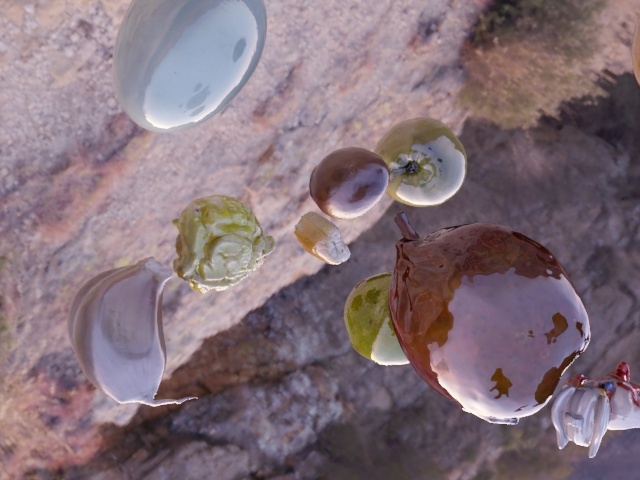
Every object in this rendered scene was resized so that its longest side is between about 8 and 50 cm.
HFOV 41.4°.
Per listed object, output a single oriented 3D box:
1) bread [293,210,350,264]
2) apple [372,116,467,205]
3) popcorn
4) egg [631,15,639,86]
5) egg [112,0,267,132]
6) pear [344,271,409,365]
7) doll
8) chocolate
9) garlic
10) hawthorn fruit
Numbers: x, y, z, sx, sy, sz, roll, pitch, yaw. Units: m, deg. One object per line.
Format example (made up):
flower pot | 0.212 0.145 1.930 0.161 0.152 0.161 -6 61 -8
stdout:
bread | 0.001 0.000 1.912 0.082 0.106 0.125 -41 142 -9
apple | 0.272 -0.215 2.330 0.262 0.262 0.262 -38 154 -23
popcorn | -0.200 0.002 1.603 0.187 0.186 0.167 -30 171 28
egg | 0.739 -0.387 1.652 0.250 0.250 0.322 -44 144 -11
egg | -0.216 -0.324 1.397 0.230 0.229 0.371 98 11 -51
pear | 0.145 0.126 1.582 0.216 0.180 0.166 -59 -168 11
doll | 0.483 0.262 1.385 0.384 0.188 0.099 -6 101 -51
chocolate | 0.070 -0.121 1.787 0.176 0.176 0.177 -38 154 -23
garlic | -0.457 0.226 1.925 0.245 0.340 0.231 -8 172 -39
hawthorn fruit | 0.259 0.115 1.332 0.308 0.308 0.325 -48 136 -4
